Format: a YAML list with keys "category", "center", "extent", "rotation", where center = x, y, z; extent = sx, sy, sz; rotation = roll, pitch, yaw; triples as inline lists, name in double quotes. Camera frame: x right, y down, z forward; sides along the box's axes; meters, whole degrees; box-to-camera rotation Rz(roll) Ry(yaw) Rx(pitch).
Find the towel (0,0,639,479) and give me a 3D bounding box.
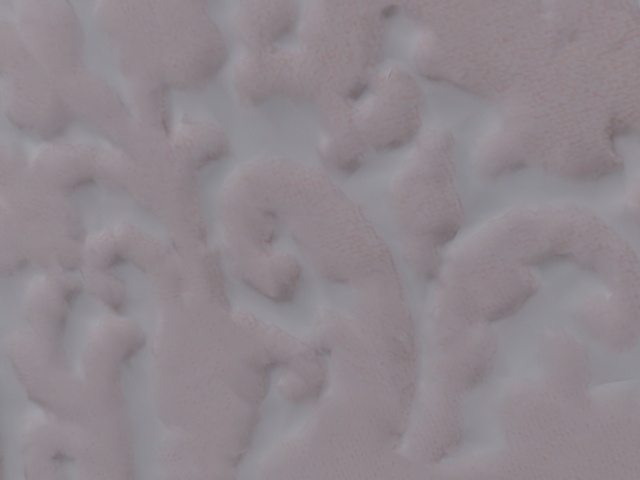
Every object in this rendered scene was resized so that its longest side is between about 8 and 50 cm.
- category: "towel"
  center: [0.000, 0.000, 0.486]
  extent: [0.317, 0.332, 0.053]
  rotation: [-17, 9, 31]
